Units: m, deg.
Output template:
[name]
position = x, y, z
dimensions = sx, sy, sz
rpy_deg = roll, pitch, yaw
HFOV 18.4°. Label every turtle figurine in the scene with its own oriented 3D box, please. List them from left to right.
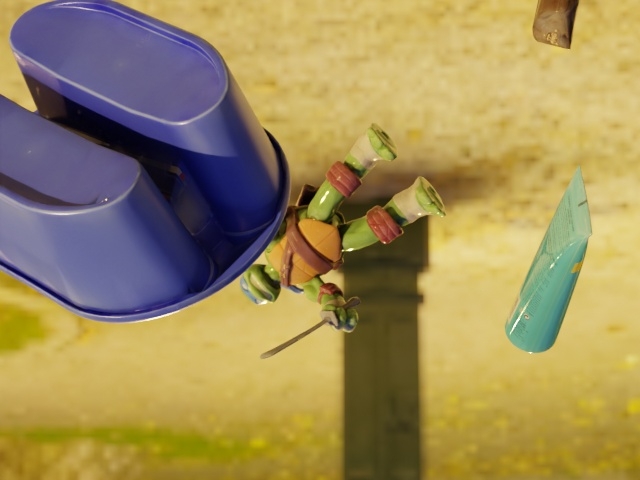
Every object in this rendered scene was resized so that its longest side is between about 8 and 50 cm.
[turtle figurine]
position = 0.000, 0.000, 2.327
dimensions = 0.266, 0.198, 0.275
rpy_deg = -39, 155, 12

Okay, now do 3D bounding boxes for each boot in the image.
[boot]
position = 0.145, -0.163, 1.222
dimensions = 0.037, 0.114, 0.106
rpy_deg = 8, 163, -1

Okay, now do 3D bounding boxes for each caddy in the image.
[caddy]
position = -0.186, -0.063, 1.740
dimensions = 0.341, 0.241, 0.179
rpy_deg = 27, 155, 39

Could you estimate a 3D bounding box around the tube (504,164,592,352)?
[tube]
position = 0.219, 0.026, 1.845
dimensions = 0.052, 0.080, 0.207
rpy_deg = -1, 143, -12
